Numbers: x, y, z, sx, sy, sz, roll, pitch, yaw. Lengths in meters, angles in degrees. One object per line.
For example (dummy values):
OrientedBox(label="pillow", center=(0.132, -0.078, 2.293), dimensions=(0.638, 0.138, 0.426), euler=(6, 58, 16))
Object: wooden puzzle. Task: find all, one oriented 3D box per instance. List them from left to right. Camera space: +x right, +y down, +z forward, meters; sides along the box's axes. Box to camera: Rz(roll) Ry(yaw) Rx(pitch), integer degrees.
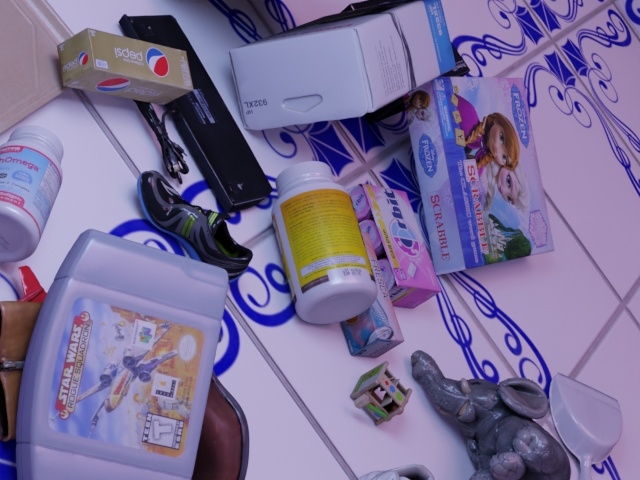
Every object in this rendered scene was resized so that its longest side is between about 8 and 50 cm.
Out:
OrientedBox(label="wooden puzzle", center=(-0.417, -0.248, 1.657), dimensions=(0.221, 0.044, 0.239), euler=(51, 38, -7))

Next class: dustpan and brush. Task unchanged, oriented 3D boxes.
OrientedBox(label="dustpan and brush", center=(0.436, 0.332, 2.203), dimensions=(0.147, 0.060, 0.211), euler=(25, 36, -21))

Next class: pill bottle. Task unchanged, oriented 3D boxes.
OrientedBox(label="pill bottle", center=(-0.344, -0.058, 1.535), dimensions=(0.087, 0.087, 0.160), euler=(37, 37, -24))
OrientedBox(label="pill bottle", center=(0.000, 0.000, 1.883), dimensions=(0.117, 0.117, 0.215), euler=(14, 51, -45))

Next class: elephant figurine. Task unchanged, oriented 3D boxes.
OrientedBox(label="elephant figurine", center=(0.258, 0.265, 1.959), dimensions=(0.239, 0.169, 0.186), euler=(-112, 177, -46))

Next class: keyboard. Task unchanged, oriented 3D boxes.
OrientedBox(label="keyboard", center=(-0.194, -0.178, 1.877), dimensions=(0.201, 0.033, 0.317), euler=(-16, 73, -58))

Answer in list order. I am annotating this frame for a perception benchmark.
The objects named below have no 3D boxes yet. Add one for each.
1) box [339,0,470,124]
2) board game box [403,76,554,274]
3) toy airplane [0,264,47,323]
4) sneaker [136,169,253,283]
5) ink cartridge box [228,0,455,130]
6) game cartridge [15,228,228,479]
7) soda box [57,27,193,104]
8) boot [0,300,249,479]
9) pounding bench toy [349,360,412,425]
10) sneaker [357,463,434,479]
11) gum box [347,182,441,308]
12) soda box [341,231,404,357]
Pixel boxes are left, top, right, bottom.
OrientedBox(label="box", center=(0.128, -0.323, 2.335), dimensions=(0.184, 0.103, 0.261), euler=(55, 33, 4))
OrientedBox(label="board game box", center=(0.272, -0.117, 2.280), dimensions=(0.318, 0.065, 0.319), euler=(-10, 89, -54))
OrientedBox(label="toy airplane", center=(-0.341, 0.081, 1.473), dimensions=(0.151, 0.028, 0.151), euler=(32, 41, -33))
OrientedBox(label="sneaker", center=(-0.160, -0.026, 1.743), dimensions=(0.188, 0.078, 0.067), euler=(45, 35, -13))
OrientedBox(label="ink cartridge box", center=(0.038, -0.274, 2.046), dimensions=(0.307, 0.223, 0.129), euler=(-34, 115, -57))
OrientedBox(label="game cartridge", center=(-0.214, 0.147, 1.428), dimensions=(0.198, 0.062, 0.297), euler=(19, 73, -33))
OrientedBox(label="soda box", center=(-0.250, -0.223, 1.745), dimensions=(0.181, 0.061, 0.058), euler=(6, 67, -52))
OrientedBox(label="boot", center=(-0.218, 0.183, 1.478), dimensions=(0.280, 0.096, 0.264), euler=(-6, 88, -44))
OrientedBox(label="pounding bench toy", center=(0.082, 0.221, 1.851), dimensions=(0.065, 0.052, 0.083), euler=(49, 34, -10))
OrientedBox(label="sneaker", center=(0.070, 0.338, 1.678), dimensions=(0.090, 0.115, 0.232), euler=(53, 34, -3))
OrientedBox(label="gum box", center=(0.102, 0.004, 2.055), dimensions=(0.107, 0.062, 0.188), euler=(10, 54, -47))
OrientedBox(label="soda box", center=(0.057, 0.074, 1.943), dimensions=(0.063, 0.058, 0.183), euler=(11, 53, -47))
